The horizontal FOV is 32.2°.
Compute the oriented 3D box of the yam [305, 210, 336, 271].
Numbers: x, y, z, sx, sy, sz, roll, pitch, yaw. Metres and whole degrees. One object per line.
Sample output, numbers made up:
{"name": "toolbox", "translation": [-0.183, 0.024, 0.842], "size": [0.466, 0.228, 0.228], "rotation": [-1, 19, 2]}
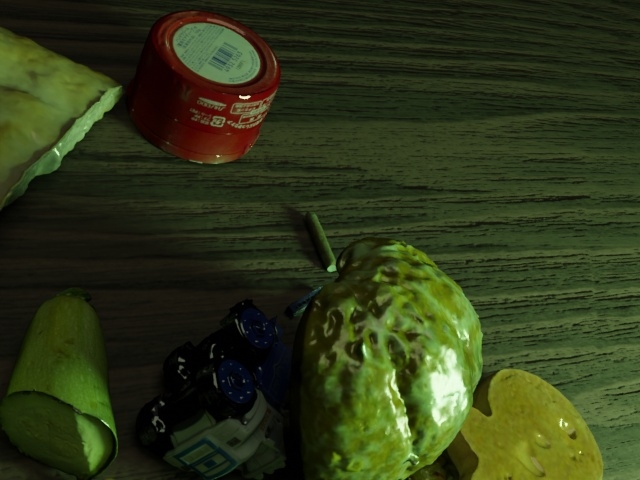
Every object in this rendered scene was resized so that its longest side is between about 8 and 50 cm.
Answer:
{"name": "yam", "translation": [0.000, 0.000, 1.689], "size": [0.021, 0.021, 0.116], "rotation": [1, 48, -29]}

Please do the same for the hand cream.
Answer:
{"name": "hand cream", "translation": [-0.183, -0.245, 1.752], "size": [0.230, 0.149, 0.230], "rotation": [17, 43, -16]}

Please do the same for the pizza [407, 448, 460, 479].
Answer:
{"name": "pizza", "translation": [0.169, 0.322, 1.426], "size": [0.160, 0.036, 0.099], "rotation": [45, 43, 20]}

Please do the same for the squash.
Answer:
{"name": "squash", "translation": [-0.313, 0.136, 1.299], "size": [0.137, 0.137, 0.287], "rotation": [8, 37, -22]}

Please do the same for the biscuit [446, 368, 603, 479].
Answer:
{"name": "biscuit", "translation": [0.272, 0.304, 1.464], "size": [0.275, 0.052, 0.355], "rotation": [38, 32, -6]}

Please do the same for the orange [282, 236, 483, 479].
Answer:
{"name": "orange", "translation": [0.088, 0.146, 1.352], "size": [0.210, 0.271, 0.369], "rotation": [2, 31, 20]}

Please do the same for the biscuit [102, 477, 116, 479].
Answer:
{"name": "biscuit", "translation": [-0.199, 0.362, 1.175], "size": [0.249, 0.035, 0.184], "rotation": [40, 40, 15]}

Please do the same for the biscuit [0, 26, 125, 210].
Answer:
{"name": "biscuit", "translation": [-0.540, -0.192, 1.527], "size": [0.446, 0.104, 0.429], "rotation": [25, 39, -7]}

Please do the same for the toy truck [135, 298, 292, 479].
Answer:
{"name": "toy truck", "translation": [-0.099, 0.197, 1.343], "size": [0.177, 0.161, 0.213], "rotation": [43, 36, -18]}

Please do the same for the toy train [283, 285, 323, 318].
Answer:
{"name": "toy train", "translation": [-0.019, 0.087, 1.587], "size": [0.017, 0.017, 0.083], "rotation": [45, 43, 16]}
